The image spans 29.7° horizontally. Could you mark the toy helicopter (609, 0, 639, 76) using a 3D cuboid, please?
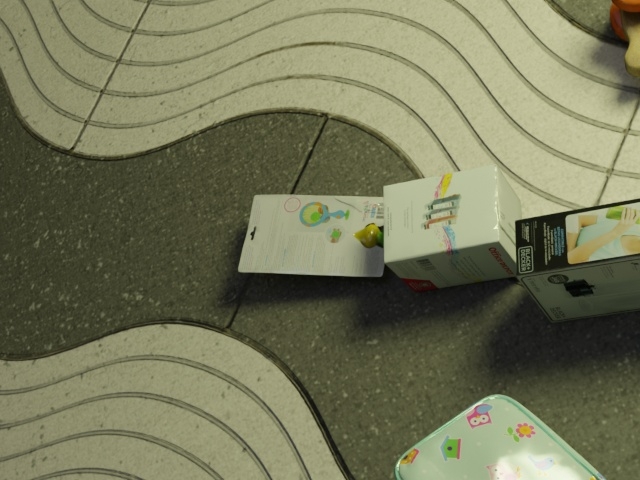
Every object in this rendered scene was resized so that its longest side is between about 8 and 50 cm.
[{"bbox_3d":[0.551,-0.257,1.694,0.235,0.140,0.355,-14,71,12],"label":"toy helicopter"}]

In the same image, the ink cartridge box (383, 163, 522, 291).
[{"bbox_3d":[0.194,-0.015,1.742,0.176,0.128,0.127,-10,62,23],"label":"ink cartridge box"}]

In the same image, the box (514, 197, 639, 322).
[{"bbox_3d":[0.418,0.021,1.583,0.290,0.169,0.087,-10,60,25],"label":"box"}]

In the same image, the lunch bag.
[{"bbox_3d":[0.249,0.341,1.525,0.224,0.108,0.279,-31,54,-21],"label":"lunch bag"}]

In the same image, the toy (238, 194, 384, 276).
[{"bbox_3d":[0.000,0.000,1.884,0.237,0.056,0.137,0,63,23],"label":"toy"}]
